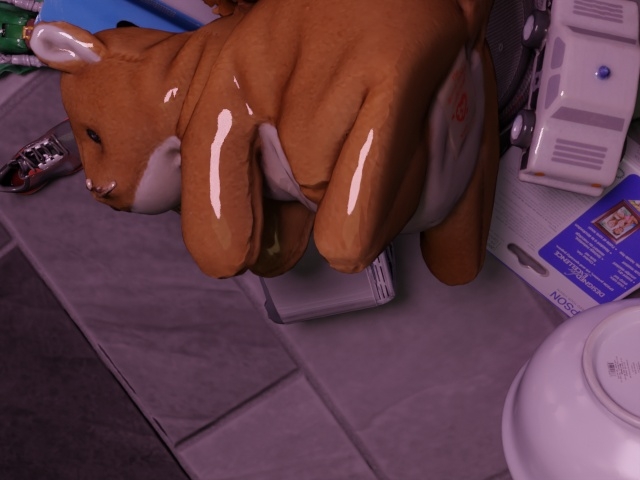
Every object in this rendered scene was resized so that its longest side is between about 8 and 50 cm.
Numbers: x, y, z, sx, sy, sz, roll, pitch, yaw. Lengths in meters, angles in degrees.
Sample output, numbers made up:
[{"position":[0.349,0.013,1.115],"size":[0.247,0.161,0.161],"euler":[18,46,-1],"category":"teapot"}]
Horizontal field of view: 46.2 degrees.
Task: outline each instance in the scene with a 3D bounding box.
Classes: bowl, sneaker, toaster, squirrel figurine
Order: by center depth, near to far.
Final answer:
[{"position":[-0.049,-0.163,0.642],"size":[0.370,0.281,0.397],"euler":[12,98,28],"category":"squirrel figurine"},{"position":[0.322,0.155,0.713],"size":[0.298,0.298,0.134],"euler":[-3,134,13],"category":"bowl"},{"position":[0.000,0.000,0.833],"size":[0.146,0.129,0.227],"euler":[-9,125,12],"category":"toaster"},{"position":[-0.341,-0.100,0.931],"size":[0.158,0.065,0.061],"euler":[-34,94,17],"category":"sneaker"}]

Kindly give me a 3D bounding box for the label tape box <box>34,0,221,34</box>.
[{"position":[-0.124,-0.302,0.755],"size":[0.249,0.115,0.348],"euler":[25,115,-17],"category":"label tape box"}]

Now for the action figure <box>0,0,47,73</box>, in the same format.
[{"position":[-0.369,-0.252,0.908],"size":[0.232,0.063,0.137],"euler":[6,101,7],"category":"action figure"}]

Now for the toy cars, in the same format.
[{"position":[0.314,-0.204,0.671],"size":[0.393,0.087,0.176],"euler":[-40,91,-8],"category":"toy cars"}]

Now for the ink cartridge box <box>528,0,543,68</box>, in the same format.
[{"position":[0.191,-0.293,0.791],"size":[0.224,0.056,0.181],"euler":[28,108,25],"category":"ink cartridge box"}]

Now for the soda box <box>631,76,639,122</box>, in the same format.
[{"position":[0.339,-0.156,0.776],"size":[0.169,0.053,0.060],"euler":[-11,99,14],"category":"soda box"}]

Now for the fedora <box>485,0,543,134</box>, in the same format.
[{"position":[0.107,-0.221,0.745],"size":[0.243,0.124,0.275],"euler":[8,101,27],"category":"fedora"}]

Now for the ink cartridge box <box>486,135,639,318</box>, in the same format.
[{"position":[0.271,-0.028,0.805],"size":[0.206,0.045,0.208],"euler":[39,138,2],"category":"ink cartridge box"}]
